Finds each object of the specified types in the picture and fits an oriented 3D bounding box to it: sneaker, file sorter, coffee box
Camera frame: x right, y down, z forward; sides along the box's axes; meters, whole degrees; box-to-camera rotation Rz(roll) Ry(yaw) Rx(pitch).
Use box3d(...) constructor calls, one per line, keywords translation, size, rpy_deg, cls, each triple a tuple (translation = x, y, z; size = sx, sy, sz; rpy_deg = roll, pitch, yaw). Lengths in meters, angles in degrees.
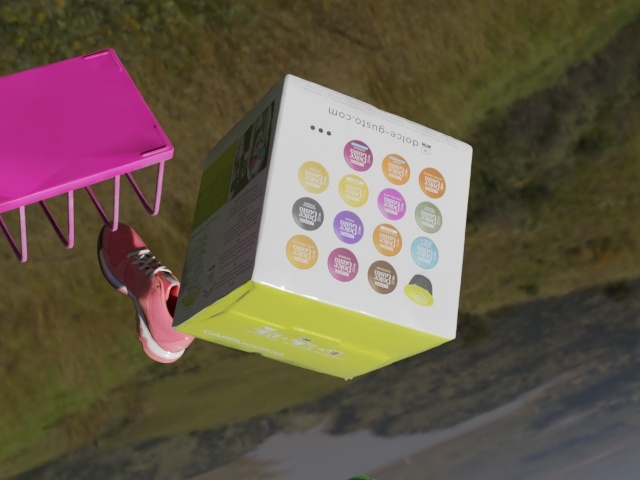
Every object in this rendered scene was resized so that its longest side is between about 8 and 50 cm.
box3d(translation=(-0.334, 0.084, 2.288), size=(0.116, 0.314, 0.136), rpy_deg=(-20, 168, -47), cls="sneaker")
box3d(translation=(-0.384, -0.100, 1.570), size=(0.290, 0.202, 0.182), rpy_deg=(-21, 151, -25), cls="file sorter")
box3d(translation=(0.000, 0.000, 1.790), size=(0.337, 0.335, 0.338), rpy_deg=(18, 156, -22), cls="coffee box")

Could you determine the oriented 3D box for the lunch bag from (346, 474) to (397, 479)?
box3d(translation=(0.100, 0.463, 1.585), size=(0.108, 0.279, 0.224), rpy_deg=(23, 91, -45), cls="lunch bag")
